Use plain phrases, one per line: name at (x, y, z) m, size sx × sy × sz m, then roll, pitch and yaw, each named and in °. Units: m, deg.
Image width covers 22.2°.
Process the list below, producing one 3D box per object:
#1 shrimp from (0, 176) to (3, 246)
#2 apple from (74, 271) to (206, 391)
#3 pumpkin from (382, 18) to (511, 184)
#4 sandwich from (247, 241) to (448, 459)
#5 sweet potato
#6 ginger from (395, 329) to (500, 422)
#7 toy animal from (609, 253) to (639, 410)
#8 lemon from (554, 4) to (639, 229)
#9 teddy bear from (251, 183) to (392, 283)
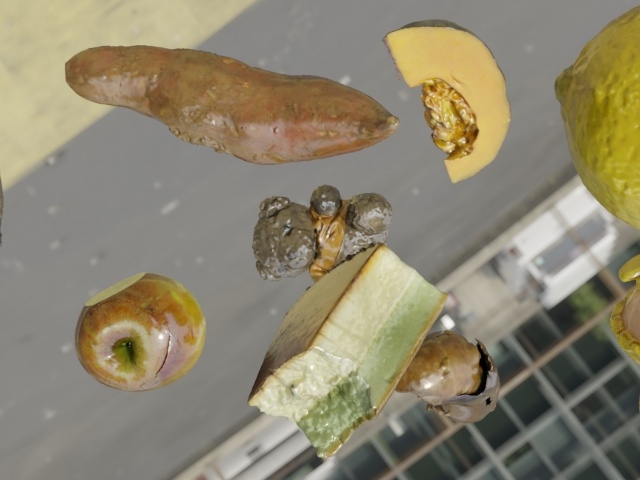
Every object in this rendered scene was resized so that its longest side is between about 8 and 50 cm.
shrimp at (-0.380, -0.002, 1.799) m, size 0.051 × 0.262 × 0.198 m, roll -2°, pitch 130°, yaw -17°
apple at (-0.229, 0.119, 2.114) m, size 0.163 × 0.146 × 0.147 m, roll -26°, pitch -167°, yaw 19°
pumpkin at (0.155, -0.212, 1.951) m, size 0.111 × 0.163 × 0.278 m, roll -22°, pitch 135°, yaw 10°
sandwich at (0.006, 0.122, 1.640) m, size 0.186 × 0.108 × 0.220 m, roll -55°, pitch -171°, yaw -29°
sweet potato at (-0.081, -0.129, 1.601) m, size 0.106 × 0.354 × 0.095 m, roll 46°, pitch 58°, yaw -70°
ginger at (0.177, 0.186, 2.178) m, size 0.133 × 0.107 × 0.309 m, roll -9°, pitch 165°, yaw 13°
toy animal at (0.362, 0.103, 1.577) m, size 0.156 × 0.156 × 0.230 m, roll -35°, pitch 126°, yaw -9°
lemon at (0.472, -0.150, 2.028) m, size 0.336 × 0.336 × 0.336 m, roll -35°, pitch 167°, yaw -10°
teddy bear at (0.000, 0.000, 2.264) m, size 0.140 × 0.190 × 0.177 m, roll -94°, pitch -173°, yaw -68°
